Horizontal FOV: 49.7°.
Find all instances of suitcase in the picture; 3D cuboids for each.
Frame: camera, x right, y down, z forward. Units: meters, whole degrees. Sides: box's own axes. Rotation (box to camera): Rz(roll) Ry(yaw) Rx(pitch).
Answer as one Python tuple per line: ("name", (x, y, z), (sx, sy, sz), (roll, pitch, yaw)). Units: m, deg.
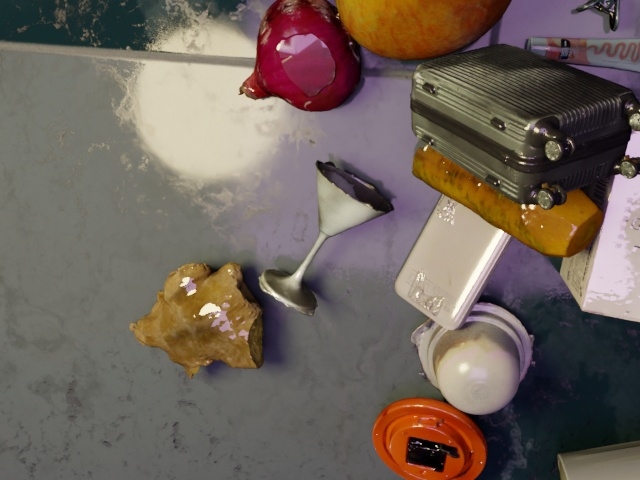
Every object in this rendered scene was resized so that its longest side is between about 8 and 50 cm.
("suitcase", (0.277, -0.170, 0.954), (0.202, 0.312, 0.128), (-19, 126, -21))

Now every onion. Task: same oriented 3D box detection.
("onion", (-0.048, -0.287, 1.115), (0.218, 0.140, 0.195), (-24, 104, 16))

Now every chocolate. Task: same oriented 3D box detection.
("chocolate", (0.258, 0.210, 1.164), (0.221, 0.147, 0.222), (2, 102, 12))

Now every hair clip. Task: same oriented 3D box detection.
("hair clip", (0.482, -0.439, 1.048), (0.070, 0.039, 0.230), (30, 103, 3))

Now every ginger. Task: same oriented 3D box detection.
("ginger", (-0.231, 0.143, 1.231), (0.269, 0.123, 0.219), (-5, 104, 9))

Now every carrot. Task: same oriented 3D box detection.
("carrot", (0.269, -0.080, 1.035), (0.301, 0.114, 0.114), (37, 108, 37))

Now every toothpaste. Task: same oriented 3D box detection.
("toothpaste", (0.432, -0.297, 1.088), (0.205, 0.036, 0.056), (5, 101, 3))

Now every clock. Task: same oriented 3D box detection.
("clock", (0.192, 0.363, 1.224), (0.205, 0.051, 0.205), (10, 124, 16))

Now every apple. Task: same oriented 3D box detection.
("apple", (0.148, -0.402, 0.984), (0.301, 0.301, 0.302), (2, 102, 8))

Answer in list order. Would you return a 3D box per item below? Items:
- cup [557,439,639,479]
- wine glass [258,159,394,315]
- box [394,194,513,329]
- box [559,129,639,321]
("cup", (0.589, 0.470, 1.143), (0.326, 0.237, 0.323), (-13, 129, 10))
("wine glass", (0.000, 0.000, 1.161), (0.156, 0.156, 0.232), (32, 108, 1))
("box", (0.238, -0.002, 1.144), (0.142, 0.044, 0.285), (36, 106, 34))
("box", (0.462, -0.038, 1.050), (0.116, 0.203, 0.275), (10, 103, 8))
